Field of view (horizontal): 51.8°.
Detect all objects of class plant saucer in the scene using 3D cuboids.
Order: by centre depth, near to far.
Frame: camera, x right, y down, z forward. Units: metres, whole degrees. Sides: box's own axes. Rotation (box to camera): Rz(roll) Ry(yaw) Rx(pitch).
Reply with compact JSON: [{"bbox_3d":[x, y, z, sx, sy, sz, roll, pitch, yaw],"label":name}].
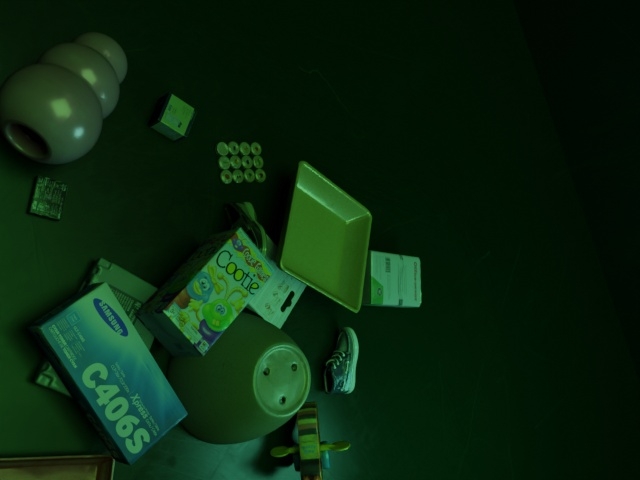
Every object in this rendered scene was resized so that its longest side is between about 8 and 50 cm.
[{"bbox_3d":[-0.554,0.562,1.311,0.258,0.048,0.259,13,74,-39],"label":"plant saucer"},{"bbox_3d":[0.000,0.000,1.833,0.333,0.081,0.332,34,54,-40],"label":"plant saucer"}]

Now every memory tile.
[{"bbox_3d":[-0.212,-0.209,1.759,0.148,0.012,0.113,-7,88,-41],"label":"memory tile"}]

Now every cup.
[{"bbox_3d":[-0.161,0.326,1.569,0.331,0.237,0.331,9,77,-40],"label":"cup"}]

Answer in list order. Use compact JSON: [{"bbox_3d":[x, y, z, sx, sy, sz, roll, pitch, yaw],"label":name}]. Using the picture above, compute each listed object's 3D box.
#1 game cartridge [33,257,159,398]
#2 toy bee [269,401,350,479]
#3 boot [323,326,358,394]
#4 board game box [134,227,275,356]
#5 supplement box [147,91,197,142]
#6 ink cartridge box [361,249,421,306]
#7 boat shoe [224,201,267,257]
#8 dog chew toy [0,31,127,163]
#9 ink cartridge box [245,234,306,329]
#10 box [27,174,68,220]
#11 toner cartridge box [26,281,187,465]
[{"bbox_3d":[-0.467,0.210,1.441,0.196,0.060,0.294,35,62,-28],"label":"game cartridge"},{"bbox_3d":[-0.013,0.565,1.689,0.195,0.162,0.298,-27,77,-4],"label":"toy bee"},{"bbox_3d":[0.055,0.341,1.866,0.086,0.069,0.190,6,81,-44],"label":"boot"},{"bbox_3d":[-0.260,0.117,1.508,0.142,0.144,0.275,54,53,-20],"label":"board game box"},{"bbox_3d":[-0.362,-0.300,1.612,0.083,0.056,0.083,32,64,-34],"label":"supplement box"},{"bbox_3d":[0.202,0.122,2.015,0.219,0.093,0.160,9,77,-40],"label":"ink cartridge box"},{"bbox_3d":[-0.191,-0.023,1.651,0.073,0.223,0.080,3,126,-25],"label":"boat shoe"},{"bbox_3d":[-0.523,-0.317,1.389,0.206,0.207,0.332,45,48,-27],"label":"dog chew toy"},{"bbox_3d":[-0.152,0.106,1.741,0.224,0.056,0.181,52,53,-29],"label":"ink cartridge box"},{"bbox_3d":[-0.583,-0.090,1.409,0.067,0.018,0.083,17,72,-38],"label":"box"},{"bbox_3d":[-0.437,0.276,1.374,0.165,0.075,0.347,-40,110,-39],"label":"toner cartridge box"}]
